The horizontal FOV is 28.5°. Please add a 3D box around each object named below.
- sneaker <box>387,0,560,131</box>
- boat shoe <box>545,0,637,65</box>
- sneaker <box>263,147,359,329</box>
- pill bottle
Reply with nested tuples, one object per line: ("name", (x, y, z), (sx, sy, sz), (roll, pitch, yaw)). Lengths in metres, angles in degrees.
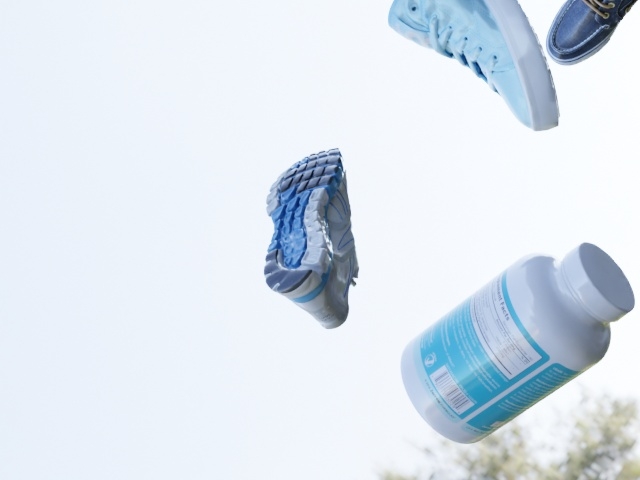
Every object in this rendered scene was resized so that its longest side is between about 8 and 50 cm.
("sneaker", (0.170, -0.266, 1.571), (0.150, 0.366, 0.135), (-27, -27, 6))
("boat shoe", (0.294, -0.259, 1.306), (0.183, 0.065, 0.083), (-48, -17, 20))
("sneaker", (0.000, 0.000, 1.056), (0.083, 0.071, 0.191), (51, -150, -32))
("pill bottle", (0.226, 0.111, 1.433), (0.264, 0.146, 0.146), (-40, -19, 31))
